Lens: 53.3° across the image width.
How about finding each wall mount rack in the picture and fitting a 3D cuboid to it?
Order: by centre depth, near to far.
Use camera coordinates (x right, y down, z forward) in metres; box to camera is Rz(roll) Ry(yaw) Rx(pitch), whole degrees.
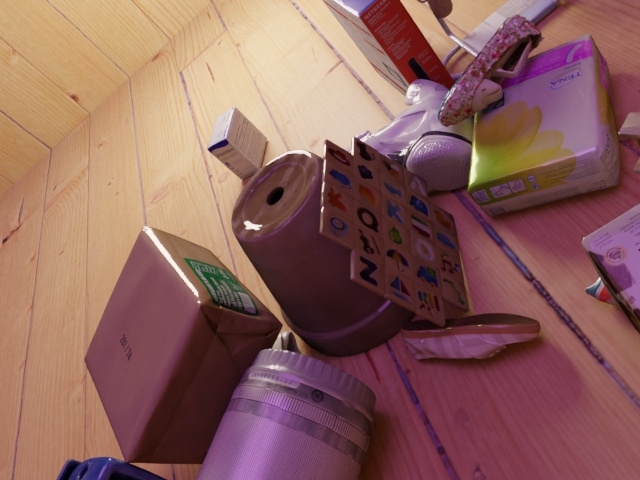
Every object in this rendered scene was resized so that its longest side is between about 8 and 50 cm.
[{"bbox_3d":[0.387,-0.468,1.305,0.350,0.130,0.304,-39,38,11],"label":"wall mount rack"}]

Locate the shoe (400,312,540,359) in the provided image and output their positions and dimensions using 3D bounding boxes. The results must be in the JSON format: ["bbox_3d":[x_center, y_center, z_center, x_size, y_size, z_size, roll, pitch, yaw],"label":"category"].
[{"bbox_3d":[0.227,0.149,0.968,0.219,0.076,0.058,-9,95,36],"label":"shoe"}]

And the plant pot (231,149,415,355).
[{"bbox_3d":[0.000,0.000,1.131,0.323,0.280,0.323,-26,42,26],"label":"plant pot"}]

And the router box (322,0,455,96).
[{"bbox_3d":[0.135,-0.442,1.382,0.082,0.301,0.335,-41,38,8],"label":"router box"}]

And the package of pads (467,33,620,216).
[{"bbox_3d":[0.381,-0.195,1.089,0.229,0.101,0.297,-15,47,36],"label":"package of pads"}]

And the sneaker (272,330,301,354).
[{"bbox_3d":[-0.121,0.216,1.206,0.169,0.108,0.292,-40,45,3],"label":"sneaker"}]

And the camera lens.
[{"bbox_3d":[-0.054,0.326,0.934,0.219,0.219,0.274,-2,55,42],"label":"camera lens"}]

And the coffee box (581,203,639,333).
[{"bbox_3d":[0.427,0.109,0.679,0.118,0.168,0.297,-35,48,14],"label":"coffee box"}]

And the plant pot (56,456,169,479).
[{"bbox_3d":[-0.354,0.502,1.063,0.212,0.236,0.236,-10,50,46],"label":"plant pot"}]

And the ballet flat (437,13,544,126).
[{"bbox_3d":[0.300,-0.292,1.112,0.077,0.091,0.241,35,88,31],"label":"ballet flat"}]

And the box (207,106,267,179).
[{"bbox_3d":[-0.217,-0.255,1.683,0.072,0.137,0.126,-20,44,31],"label":"box"}]

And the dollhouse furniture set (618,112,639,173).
[{"bbox_3d":[0.506,-0.126,0.836,0.129,0.183,0.129,16,69,49],"label":"dollhouse furniture set"}]

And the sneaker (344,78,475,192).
[{"bbox_3d":[0.155,-0.194,1.282,0.365,0.137,0.210,-6,51,35],"label":"sneaker"}]

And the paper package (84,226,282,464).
[{"bbox_3d":[-0.259,0.181,1.128,0.325,0.168,0.310,38,106,51],"label":"paper package"}]

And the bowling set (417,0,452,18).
[{"bbox_3d":[0.298,-0.620,1.317,0.287,0.154,0.200,-34,36,18],"label":"bowling set"}]

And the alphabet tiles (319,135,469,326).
[{"bbox_3d":[0.119,-0.027,1.033,0.011,0.285,0.343,-46,27,36],"label":"alphabet tiles"}]

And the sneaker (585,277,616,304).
[{"bbox_3d":[0.423,0.017,0.891,0.075,0.057,0.161,13,69,43],"label":"sneaker"}]
